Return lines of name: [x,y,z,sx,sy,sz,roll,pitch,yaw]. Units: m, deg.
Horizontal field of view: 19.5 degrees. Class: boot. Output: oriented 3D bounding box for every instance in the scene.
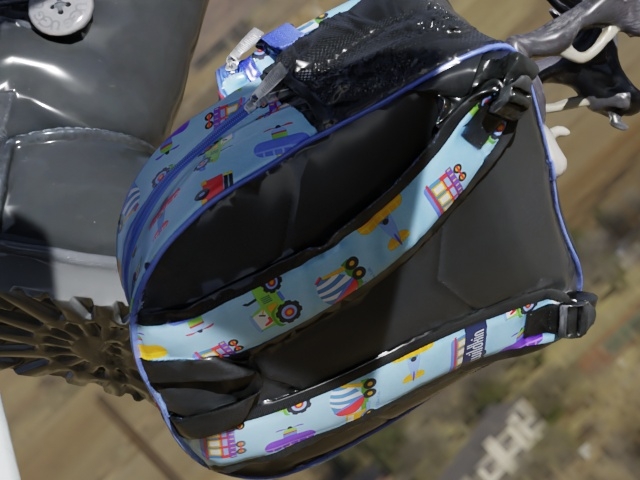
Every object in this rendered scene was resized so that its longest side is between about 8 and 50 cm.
boot: [-0.088,-0.128,1.170,0.146,0.367,0.445,114,166,-60]

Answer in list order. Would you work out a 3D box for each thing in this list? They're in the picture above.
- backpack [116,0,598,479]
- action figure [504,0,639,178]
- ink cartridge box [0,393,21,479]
backpack: [0.000,0.000,0.707,0.173,0.158,0.117,-31,42,-10]
action figure: [0.061,-0.041,0.949,0.276,0.141,0.164,-48,-7,-20]
ink cartridge box: [-0.144,0.102,0.548,0.208,0.087,0.153,-125,42,-64]
